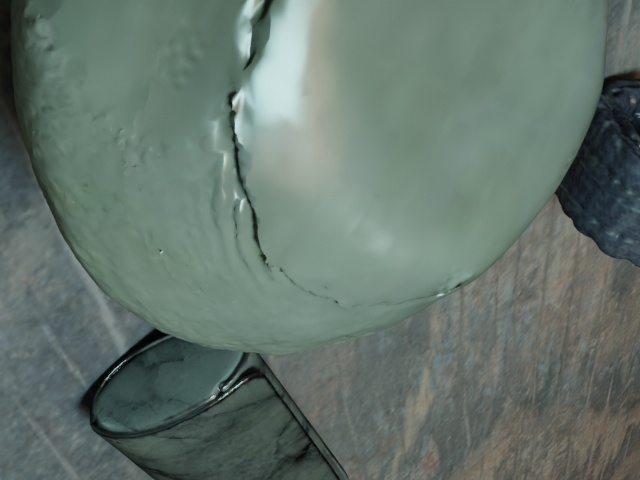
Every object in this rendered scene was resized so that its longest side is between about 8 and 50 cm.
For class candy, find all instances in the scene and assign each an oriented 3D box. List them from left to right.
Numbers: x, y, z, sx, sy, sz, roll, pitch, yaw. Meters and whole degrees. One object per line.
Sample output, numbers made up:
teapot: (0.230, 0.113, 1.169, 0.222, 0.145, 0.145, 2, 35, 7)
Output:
candy: (-0.010, -0.083, 0.508, 0.295, 0.185, 0.296, -19, 125, -29)

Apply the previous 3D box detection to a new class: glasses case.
glasses case: (-0.060, 0.154, 0.830, 0.114, 0.060, 0.299, -25, 149, 1)

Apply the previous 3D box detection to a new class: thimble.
thimble: (0.269, -0.056, 0.946, 0.150, 0.150, 0.098, -22, 146, -38)
